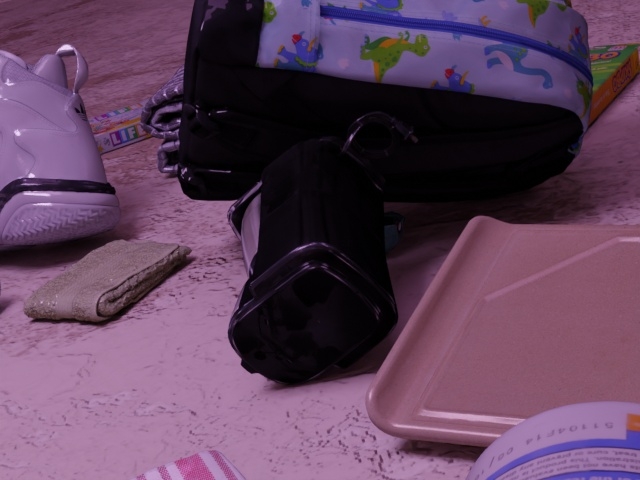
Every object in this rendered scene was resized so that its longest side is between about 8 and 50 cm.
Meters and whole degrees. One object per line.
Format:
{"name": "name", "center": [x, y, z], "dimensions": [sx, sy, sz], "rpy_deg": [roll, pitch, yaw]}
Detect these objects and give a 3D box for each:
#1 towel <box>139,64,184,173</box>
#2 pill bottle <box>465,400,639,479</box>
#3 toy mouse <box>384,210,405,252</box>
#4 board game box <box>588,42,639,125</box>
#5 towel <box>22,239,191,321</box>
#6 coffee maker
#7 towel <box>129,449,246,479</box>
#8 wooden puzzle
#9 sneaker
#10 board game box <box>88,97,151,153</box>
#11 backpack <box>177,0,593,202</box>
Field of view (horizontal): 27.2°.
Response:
{"name": "towel", "center": [-0.048, -0.187, 1.577], "dimensions": [0.284, 0.121, 0.235], "rpy_deg": [-9, 22, 19]}
{"name": "pill bottle", "center": [0.109, 0.191, 0.500], "dimensions": [0.152, 0.152, 0.272], "rpy_deg": [-7, 22, 17]}
{"name": "toy mouse", "center": [0.020, -0.005, 1.188], "dimensions": [0.161, 0.031, 0.143], "rpy_deg": [-6, 13, -23]}
{"name": "board game box", "center": [0.259, -0.163, 1.454], "dimensions": [0.124, 0.039, 0.259], "rpy_deg": [1, 28, 32]}
{"name": "towel", "center": [-0.203, 0.035, 1.259], "dimensions": [0.110, 0.027, 0.148], "rpy_deg": [-1, 25, 33]}
{"name": "coffee maker", "center": [0.000, 0.000, 1.025], "dimensions": [0.120, 0.171, 0.178], "rpy_deg": [19, 28, -14]}
{"name": "towel", "center": [-0.126, 0.193, 0.811], "dimensions": [0.197, 0.029, 0.144], "rpy_deg": [-21, 23, -18]}
{"name": "wooden puzzle", "center": [0.178, 0.065, 0.884], "dimensions": [0.239, 0.044, 0.221], "rpy_deg": [5, 41, 31]}
{"name": "sneaker", "center": [-0.397, -0.088, 1.401], "dimensions": [0.366, 0.210, 0.137], "rpy_deg": [-8, -4, 10]}
{"name": "board game box", "center": [-0.262, -0.154, 1.769], "dimensions": [0.154, 0.026, 0.103], "rpy_deg": [-21, 22, -18]}
{"name": "backpack", "center": [0.069, -0.146, 1.187], "dimensions": [0.356, 0.290, 0.273], "rpy_deg": [13, 64, 0]}
